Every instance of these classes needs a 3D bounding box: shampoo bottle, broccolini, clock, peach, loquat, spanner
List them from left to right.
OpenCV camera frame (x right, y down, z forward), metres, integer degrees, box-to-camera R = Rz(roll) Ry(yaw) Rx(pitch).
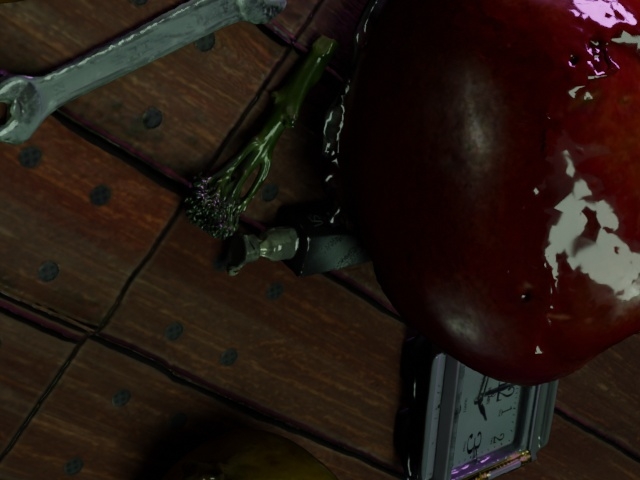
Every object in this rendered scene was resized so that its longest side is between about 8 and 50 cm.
[{"bbox_3d":[-0.151,-0.168,1.146,0.302,0.017,0.071,-30,131,-22],"label":"spanner"},{"bbox_3d":[-0.077,0.283,1.353,0.213,0.213,0.246,-42,140,-10],"label":"loquat"},{"bbox_3d":[-0.058,-0.103,1.250,0.216,0.058,0.067,-61,176,-1],"label":"broccolini"},{"bbox_3d":[0.001,0.000,1.344,0.208,0.057,0.063,-7,123,-35],"label":"shampoo bottle"},{"bbox_3d":[0.188,0.173,1.583,0.186,0.083,0.253,-16,126,-31],"label":"clock"},{"bbox_3d":[0.198,-0.088,1.273,0.339,0.416,0.353,-13,161,-45],"label":"peach"}]

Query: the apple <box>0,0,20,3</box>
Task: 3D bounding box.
[{"bbox_3d":[-0.218,-0.298,0.835,0.275,0.299,0.299,10,113,-9],"label":"apple"}]
